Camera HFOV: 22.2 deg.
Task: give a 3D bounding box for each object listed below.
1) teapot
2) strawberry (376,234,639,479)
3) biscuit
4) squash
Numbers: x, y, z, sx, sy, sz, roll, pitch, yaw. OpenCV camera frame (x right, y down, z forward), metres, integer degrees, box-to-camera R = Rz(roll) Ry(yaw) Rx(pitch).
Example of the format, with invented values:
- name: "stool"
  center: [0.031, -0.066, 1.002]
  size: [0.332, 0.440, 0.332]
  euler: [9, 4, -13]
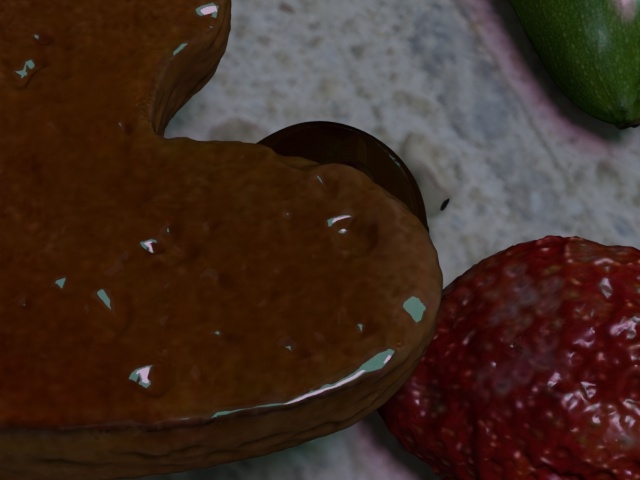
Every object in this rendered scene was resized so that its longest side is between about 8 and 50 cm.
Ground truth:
- name: "teapot"
  center: [0.000, 0.000, 0.687]
  size: [0.098, 0.078, 0.129]
  euler: [25, 54, -4]
- name: "strawberry"
  center: [0.105, 0.062, 0.660]
  size: [0.148, 0.131, 0.131]
  euler: [14, 55, -14]
- name: "biscuit"
  center: [-0.092, -0.032, 0.654]
  size: [0.262, 0.052, 0.277]
  euler: [-5, 57, -2]
- name: "squash"
  center: [0.104, -0.236, 0.863]
  size: [0.107, 0.107, 0.395]
  euler: [-8, 62, -25]
